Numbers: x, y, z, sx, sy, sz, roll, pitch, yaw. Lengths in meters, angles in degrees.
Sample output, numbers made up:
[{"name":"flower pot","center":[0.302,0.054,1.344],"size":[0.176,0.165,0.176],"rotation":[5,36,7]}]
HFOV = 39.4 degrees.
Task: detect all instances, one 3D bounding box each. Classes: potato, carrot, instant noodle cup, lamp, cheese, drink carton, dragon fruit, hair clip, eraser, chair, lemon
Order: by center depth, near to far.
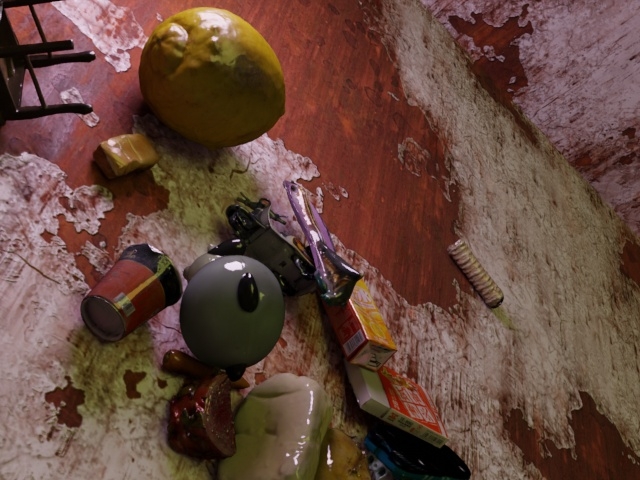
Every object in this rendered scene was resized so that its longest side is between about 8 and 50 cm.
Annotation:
[{"name":"dragon fruit","center":[-0.199,0.279,1.420],"size":[0.096,0.102,0.147],"rotation":[9,59,-47]},{"name":"instant noodle cup","center":[-0.308,0.090,1.433],"size":[0.127,0.127,0.136],"rotation":[51,40,-8]},{"name":"chair","center":[-0.545,-0.300,1.460],"size":[0.186,0.318,0.160],"rotation":[89,-5,-55]},{"name":"cheese","center":[-0.070,0.331,1.491],"size":[0.263,0.159,0.093],"rotation":[-71,150,-52]},{"name":"potato","center":[0.029,0.457,1.511],"size":[0.173,0.140,0.300],"rotation":[66,15,-50]},{"name":"lamp","center":[-0.156,0.109,1.529],"size":[0.197,0.198,0.244],"rotation":[36,10,-28]},{"name":"carrot","center":[-0.193,0.229,1.533],"size":[0.190,0.037,0.037],"rotation":[31,39,-40]},{"name":"lemon","center":[-0.213,-0.320,1.793],"size":[0.286,0.285,0.316],"rotation":[61,1,10]},{"name":"hair clip","center":[0.001,0.001,1.834],"size":[0.110,0.096,0.359],"rotation":[2,37,-25]},{"name":"eraser","center":[0.155,0.326,1.849],"size":[0.230,0.038,0.157],"rotation":[32,20,-29]},{"name":"drink carton","center":[0.072,0.158,1.866],"size":[0.096,0.071,0.223],"rotation":[24,29,-40]}]

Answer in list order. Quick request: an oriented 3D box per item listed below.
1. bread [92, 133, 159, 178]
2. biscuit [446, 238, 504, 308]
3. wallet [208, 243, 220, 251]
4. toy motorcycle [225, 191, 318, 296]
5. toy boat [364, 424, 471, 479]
[{"name":"bread","center":[-0.356,-0.157,1.645],"size":[0.074,0.053,0.132],"rotation":[58,30,4]},{"name":"biscuit","center":[0.429,0.090,2.457],"size":[0.219,0.061,0.055],"rotation":[50,35,-7]},{"name":"wallet","center":[-0.178,0.063,1.709],"size":[0.061,0.025,0.122],"rotation":[10,53,-40]},{"name":"toy motorcycle","center":[-0.091,0.007,1.821],"size":[0.263,0.091,0.157],"rotation":[45,25,-20]},{"name":"toy boat","center":[0.186,0.453,1.786],"size":[0.298,0.092,0.134],"rotation":[26,12,-48]}]
